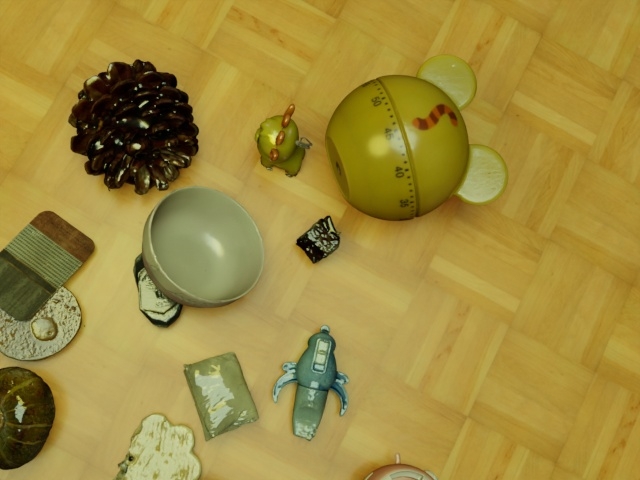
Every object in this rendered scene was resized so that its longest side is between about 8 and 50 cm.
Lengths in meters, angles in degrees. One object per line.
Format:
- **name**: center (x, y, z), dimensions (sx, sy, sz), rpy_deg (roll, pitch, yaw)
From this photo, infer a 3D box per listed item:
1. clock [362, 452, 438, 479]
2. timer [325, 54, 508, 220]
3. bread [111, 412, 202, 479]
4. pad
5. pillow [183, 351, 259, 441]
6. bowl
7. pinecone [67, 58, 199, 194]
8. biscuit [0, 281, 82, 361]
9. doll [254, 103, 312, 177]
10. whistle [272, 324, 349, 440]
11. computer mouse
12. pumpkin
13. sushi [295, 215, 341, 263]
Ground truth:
- **clock**: center (0.178, 0.626, 1.849), dimensions (0.227, 0.142, 0.241), rpy_deg (47, 68, 1)
- **timer**: center (0.217, -0.223, 1.883), dimensions (0.387, 0.376, 0.376), rpy_deg (-18, 83, -5)
- **bread**: center (-0.371, 0.531, 1.828), dimensions (0.182, 0.039, 0.251), rpy_deg (25, 78, -4)
- **pad**: center (-0.590, 0.087, 1.816), dimensions (0.323, 0.055, 0.250), rpy_deg (26, 64, 25)
- **pillow**: center (-0.232, 0.353, 1.859), dimensions (0.134, 0.078, 0.181), rpy_deg (-20, 81, -14)
- **bowl**: center (-0.285, 0.032, 1.840), dimensions (0.287, 0.144, 0.287), rpy_deg (19, 55, -29)
- **pinecone**: center (-0.420, -0.250, 1.848), dimensions (0.298, 0.242, 0.296), rpy_deg (-28, 83, -18)
- **biscuit**: center (-0.651, 0.184, 1.841), dimensions (0.208, 0.049, 0.181), rpy_deg (-13, 82, -12)
- **doll**: center (-0.091, -0.229, 1.905), dimensions (0.135, 0.221, 0.143), rpy_deg (20, 75, 0)
- **whistle**: center (-0.014, 0.331, 1.893), dimensions (0.180, 0.093, 0.269), rpy_deg (14, 85, -5)
- **computer mouse**: center (-0.377, 0.113, 1.886), dimensions (0.106, 0.062, 0.192), rpy_deg (-12, 76, -11)
- **pumpkin**: center (-0.679, 0.378, 1.760), dimensions (0.219, 0.162, 0.219), rpy_deg (-2, 82, 18)
- **sushi**: center (-0.001, 0.001, 1.941), dimensions (0.098, 0.094, 0.084), rpy_deg (-37, 89, -12)
